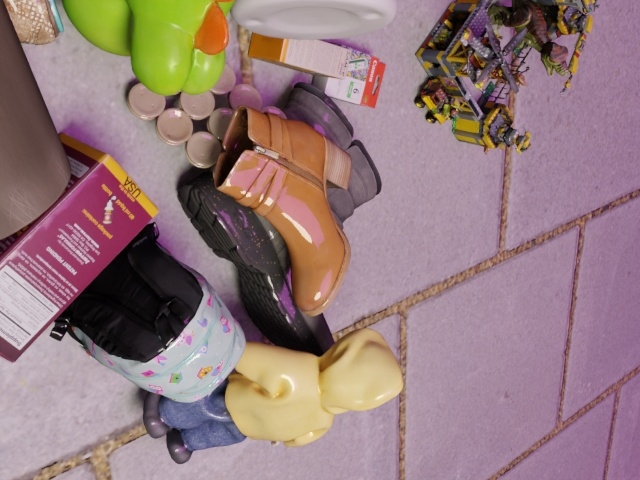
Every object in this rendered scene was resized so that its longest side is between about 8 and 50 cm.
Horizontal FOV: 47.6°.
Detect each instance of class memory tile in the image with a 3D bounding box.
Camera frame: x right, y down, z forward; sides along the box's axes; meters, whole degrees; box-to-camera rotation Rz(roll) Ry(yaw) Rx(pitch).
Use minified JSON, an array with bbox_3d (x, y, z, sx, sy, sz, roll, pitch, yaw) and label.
[{"bbox_3d":[-0.114,-0.131,0.749,0.148,0.012,0.113,41,66,-15],"label":"memory tile"}]

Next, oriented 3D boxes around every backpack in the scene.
[{"bbox_3d":[-0.161,0.076,0.719,0.152,0.182,0.115,-54,133,-13],"label":"backpack"}]

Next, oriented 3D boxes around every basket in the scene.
[{"bbox_3d":[-0.302,-0.115,0.544,0.204,0.154,0.227,-41,133,-24],"label":"basket"}]

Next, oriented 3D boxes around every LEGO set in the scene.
[{"bbox_3d":[0.299,-0.275,0.988,0.331,0.192,0.255,-50,132,-16],"label":"LEGO set"}]

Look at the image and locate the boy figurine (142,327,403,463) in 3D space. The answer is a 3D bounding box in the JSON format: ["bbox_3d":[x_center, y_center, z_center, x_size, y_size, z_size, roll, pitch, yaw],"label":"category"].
[{"bbox_3d":[-0.053,0.164,0.799,0.285,0.092,0.177,-19,127,15],"label":"boy figurine"}]

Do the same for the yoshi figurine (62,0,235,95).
[{"bbox_3d":[-0.150,-0.306,0.599,0.204,0.203,0.362,0,103,-15],"label":"yoshi figurine"}]

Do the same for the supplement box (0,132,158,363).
[{"bbox_3d":[-0.256,0.002,0.658,0.188,0.104,0.081,-49,132,-16],"label":"supplement box"}]

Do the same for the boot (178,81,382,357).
[{"bbox_3d":[0.000,0.000,0.879,0.223,0.118,0.338,-43,129,-23],"label":"boot"}]

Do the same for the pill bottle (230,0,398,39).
[{"bbox_3d":[-0.008,-0.346,0.678,0.160,0.160,0.283,-2,92,-42],"label":"pill bottle"}]

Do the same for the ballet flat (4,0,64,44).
[{"bbox_3d":[-0.267,-0.255,0.576,0.067,0.073,0.206,-18,115,-14],"label":"ballet flat"}]

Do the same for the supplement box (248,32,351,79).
[{"bbox_3d":[-0.023,-0.210,0.815,0.098,0.062,0.036,4,103,-42],"label":"supplement box"}]

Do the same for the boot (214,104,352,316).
[{"bbox_3d":[-0.042,-0.030,0.737,0.152,0.073,0.197,20,68,-44],"label":"boot"}]

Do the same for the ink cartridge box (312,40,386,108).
[{"bbox_3d":[0.045,-0.202,0.901,0.115,0.029,0.062,5,102,-43],"label":"ink cartridge box"}]
